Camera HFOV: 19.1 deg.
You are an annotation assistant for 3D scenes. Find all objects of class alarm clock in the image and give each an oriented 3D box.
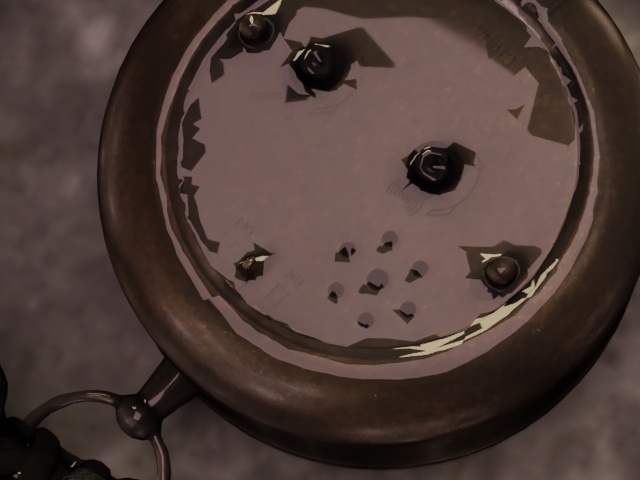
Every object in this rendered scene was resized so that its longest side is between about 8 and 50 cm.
[{"bbox_3d":[0.000,0.000,0.443,0.129,0.064,0.192,43,86,12],"label":"alarm clock"}]

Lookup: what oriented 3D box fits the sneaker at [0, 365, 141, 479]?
[{"bbox_3d":[-0.057,0.057,0.387,0.216,0.079,0.121,-2,99,17],"label":"sneaker"}]
